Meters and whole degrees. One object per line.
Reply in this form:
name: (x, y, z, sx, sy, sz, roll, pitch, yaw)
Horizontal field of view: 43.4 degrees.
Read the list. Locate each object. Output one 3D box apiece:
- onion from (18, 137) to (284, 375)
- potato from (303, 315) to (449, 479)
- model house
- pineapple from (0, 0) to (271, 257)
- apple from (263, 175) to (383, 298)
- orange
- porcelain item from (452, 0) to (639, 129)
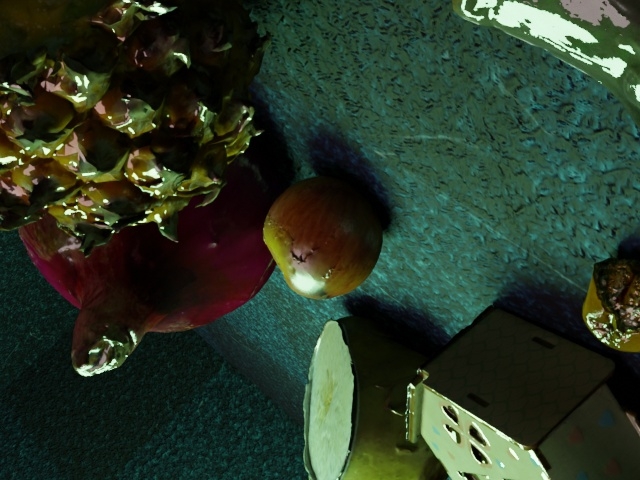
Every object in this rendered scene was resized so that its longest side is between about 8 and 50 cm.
onion: (-0.221, 0.006, 1.000, 0.347, 0.385, 0.348, 5, 137, 5)
potato: (0.093, 0.253, 1.185, 0.196, 0.246, 0.300, 12, -159, -15)
model house: (0.211, 0.196, 0.854, 0.244, 0.169, 0.326, 53, 161, -1)
pineapple: (-0.213, -0.163, 0.682, 0.352, 0.352, 0.300, 36, 162, 29)
apple: (0.000, 0.000, 0.920, 0.146, 0.146, 0.146, 41, 163, 16)
orange: (0.235, 0.054, 0.605, 0.086, 0.062, 0.086, 40, 165, 13)
porcelain item: (0.170, -0.092, 0.404, 0.215, 0.069, 0.081, 42, 159, 16)
